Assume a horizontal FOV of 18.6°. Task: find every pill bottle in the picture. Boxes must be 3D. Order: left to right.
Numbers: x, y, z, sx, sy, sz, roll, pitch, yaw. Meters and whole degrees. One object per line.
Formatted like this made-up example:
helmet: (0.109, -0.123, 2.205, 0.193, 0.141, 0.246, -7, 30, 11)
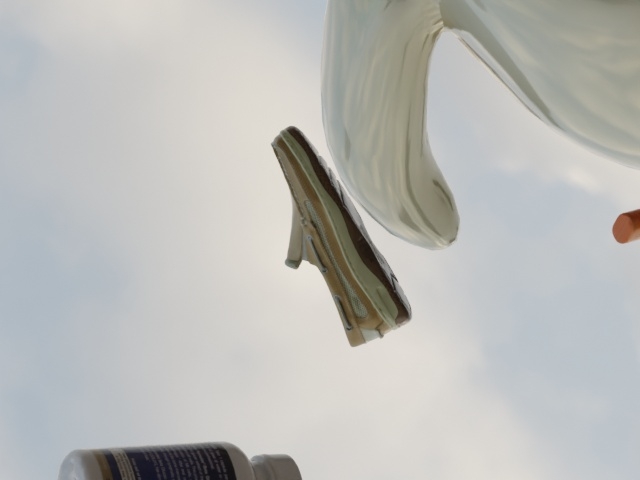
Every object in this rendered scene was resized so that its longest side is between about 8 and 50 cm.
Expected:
pill bottle: (-0.101, 0.195, 1.436, 0.169, 0.094, 0.094, -1, -127, -24)

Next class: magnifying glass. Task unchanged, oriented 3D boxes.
magnifying glass: (0.345, -0.031, 1.742, 0.231, 0.092, 0.026, -12, -130, -37)

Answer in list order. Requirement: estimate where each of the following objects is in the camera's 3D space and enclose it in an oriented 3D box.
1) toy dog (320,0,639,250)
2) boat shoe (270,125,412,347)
toy dog: (0.240, -0.088, 0.654, 0.408, 0.395, 0.284, 28, -166, -37)
boat shoe: (0.000, 0.000, 1.607, 0.190, 0.072, 0.068, 61, -170, 3)
